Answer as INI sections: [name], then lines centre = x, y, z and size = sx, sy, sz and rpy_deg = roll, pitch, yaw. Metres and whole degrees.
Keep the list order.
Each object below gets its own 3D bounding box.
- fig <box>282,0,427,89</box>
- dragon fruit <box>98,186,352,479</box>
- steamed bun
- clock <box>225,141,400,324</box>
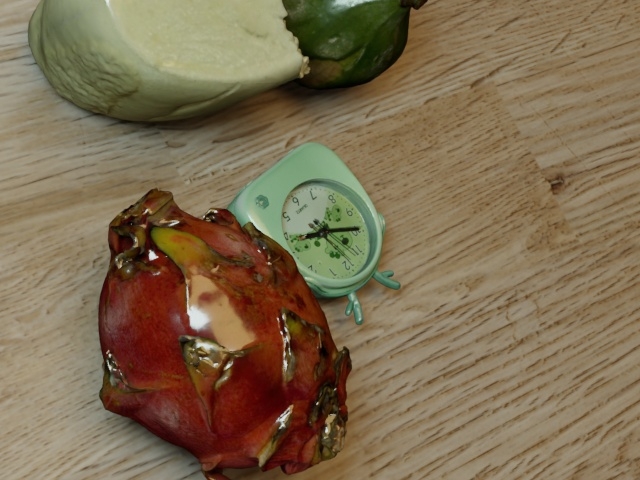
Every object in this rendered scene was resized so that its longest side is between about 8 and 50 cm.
[fig]
centre = 0.036, -0.280, 1.557
size = 0.195, 0.245, 0.195
rpy_deg = 17, 65, -39
[dragon fruit]
centre = -0.111, 0.103, 1.330
size = 0.315, 0.250, 0.250
rpy_deg = 44, 55, -24
[steamed bun]
centre = -0.147, -0.239, 1.425
size = 0.272, 0.290, 0.273
rpy_deg = 42, 74, -13
[clock]
centre = 0.000, 0.000, 1.523
size = 0.159, 0.066, 0.211
rpy_deg = -38, 90, -34
